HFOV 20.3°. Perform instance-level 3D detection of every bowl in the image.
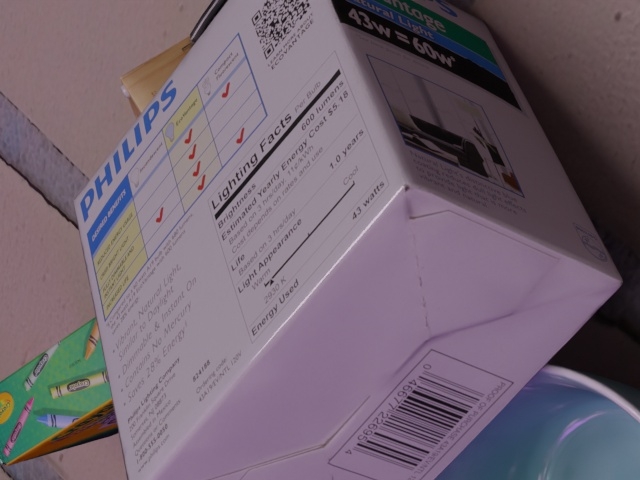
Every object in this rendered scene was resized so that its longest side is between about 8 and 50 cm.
[{"bbox_3d":[0.226,0.239,1.473,0.311,0.163,0.311,9,104,39],"label":"bowl"}]

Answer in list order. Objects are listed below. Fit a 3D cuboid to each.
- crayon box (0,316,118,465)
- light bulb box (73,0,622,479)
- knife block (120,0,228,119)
[{"bbox_3d":[-0.199,0.130,1.811,0.278,0.165,0.081,-32,76,39],"label":"crayon box"},{"bbox_3d":[0.000,0.000,1.465,0.358,0.225,0.361,-49,36,25],"label":"light bulb box"},{"bbox_3d":[-0.061,-0.156,1.716,0.088,0.242,0.276,58,172,19],"label":"knife block"}]
